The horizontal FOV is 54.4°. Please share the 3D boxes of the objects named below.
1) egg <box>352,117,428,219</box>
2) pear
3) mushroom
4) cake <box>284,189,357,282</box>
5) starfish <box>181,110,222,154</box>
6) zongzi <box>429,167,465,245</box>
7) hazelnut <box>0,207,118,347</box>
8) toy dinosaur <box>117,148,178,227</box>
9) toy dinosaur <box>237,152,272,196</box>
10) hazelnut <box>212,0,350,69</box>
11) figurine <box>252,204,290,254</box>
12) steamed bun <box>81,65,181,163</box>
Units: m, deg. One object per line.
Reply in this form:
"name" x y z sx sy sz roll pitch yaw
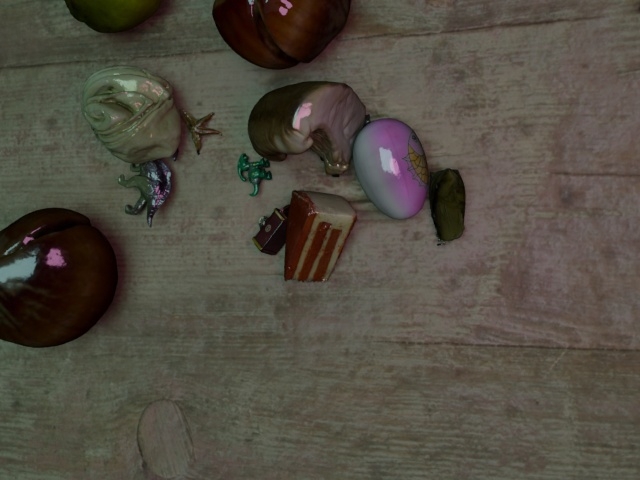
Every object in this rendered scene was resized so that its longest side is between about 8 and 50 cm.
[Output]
"egg" 0.190 -0.190 1.662 0.196 0.196 0.272 -13 107 13
"pear" -0.589 -0.744 1.784 0.321 0.269 0.269 -38 84 24
"mushroom" -0.070 -0.321 1.608 0.313 0.397 0.225 16 90 15
"cake" 0.000 0.000 1.709 0.158 0.159 0.262 3 96 -21
"starfish" -0.362 -0.321 1.854 0.132 0.041 0.131 7 95 13
"zongzi" 0.337 -0.087 1.622 0.094 0.204 0.205 -4 92 5
"hazelnut" -0.802 0.122 1.818 0.429 0.402 0.402 -35 84 6
"toy dinosaur" -0.519 -0.189 1.876 0.162 0.077 0.295 7 92 19
"toy dinosaur" -0.196 -0.194 1.819 0.096 0.059 0.133 -8 82 21
"hazelnut" -0.090 -0.654 1.635 0.358 0.359 0.410 23 105 11
"figurine" -0.134 -0.044 1.805 0.098 0.082 0.154 42 100 32
"steamed bun" -0.556 -0.384 1.793 0.275 0.203 0.290 -12 74 4
